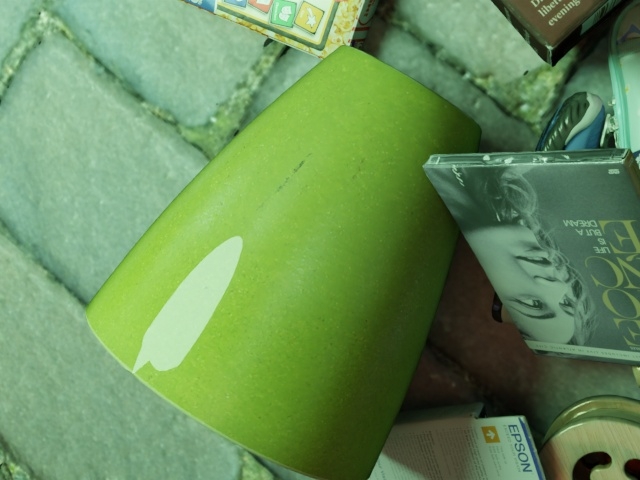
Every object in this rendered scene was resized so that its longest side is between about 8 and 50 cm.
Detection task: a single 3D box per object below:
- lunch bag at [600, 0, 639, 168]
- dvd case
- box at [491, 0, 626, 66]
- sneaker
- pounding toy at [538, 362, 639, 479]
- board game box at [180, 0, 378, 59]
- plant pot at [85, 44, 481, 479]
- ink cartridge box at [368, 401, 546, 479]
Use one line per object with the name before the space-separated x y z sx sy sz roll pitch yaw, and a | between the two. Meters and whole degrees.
lunch bag | 0.344 -0.099 0.763 0.279 0.108 0.224 -9 76 20
dvd case | 0.189 0.019 0.790 0.164 0.018 0.221 2 138 44
box | 0.166 -0.260 0.776 0.168 0.167 0.203 -41 86 14
sneaker | 0.205 -0.021 0.883 0.081 0.080 0.211 15 117 10
pounding toy | 0.256 0.219 0.870 0.154 0.155 0.270 -8 96 20
board game box | -0.036 -0.254 0.929 0.193 0.045 0.147 25 109 13
plant pot | 0.000 0.000 0.877 0.274 0.275 0.294 32 95 11
ink cartridge box | 0.130 0.257 0.954 0.224 0.045 0.223 -13 97 40
